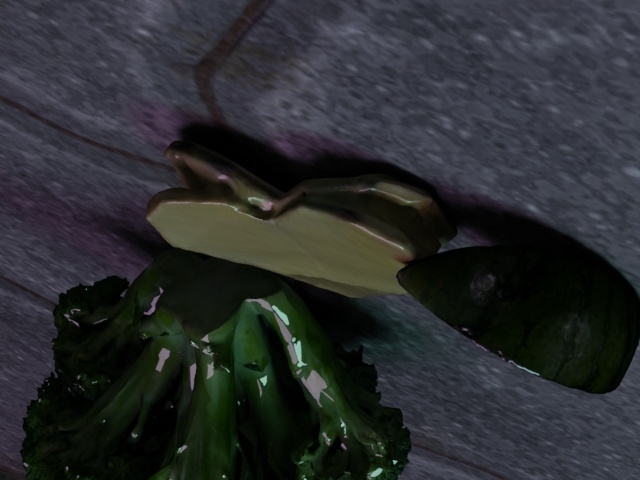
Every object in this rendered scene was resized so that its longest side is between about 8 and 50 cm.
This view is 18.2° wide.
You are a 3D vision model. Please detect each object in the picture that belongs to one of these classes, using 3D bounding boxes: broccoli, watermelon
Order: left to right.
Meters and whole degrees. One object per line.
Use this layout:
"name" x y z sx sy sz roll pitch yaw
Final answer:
"broccoli" -0.074 0.125 1.494 0.294 0.265 0.245 5 127 20
"watermelon" 0.145 0.040 1.234 0.181 0.075 0.092 23 -169 -32

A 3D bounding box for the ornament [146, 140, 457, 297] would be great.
"ornament" 0.000 0.000 1.308 0.201 0.059 0.180 11 160 29
